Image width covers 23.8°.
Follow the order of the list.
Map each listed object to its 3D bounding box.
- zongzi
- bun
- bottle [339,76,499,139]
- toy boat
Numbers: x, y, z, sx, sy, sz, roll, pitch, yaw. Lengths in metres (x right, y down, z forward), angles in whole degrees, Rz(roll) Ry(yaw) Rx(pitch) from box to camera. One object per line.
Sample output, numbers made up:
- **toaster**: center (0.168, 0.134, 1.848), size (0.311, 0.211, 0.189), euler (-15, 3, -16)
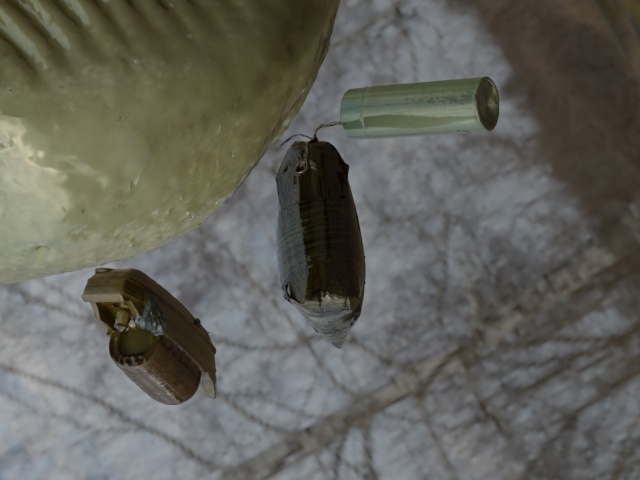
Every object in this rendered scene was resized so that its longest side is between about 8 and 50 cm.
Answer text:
- **zongzi**: center (0.000, 0.000, 1.970), size (0.241, 0.111, 0.247), euler (81, -176, -72)
- **bun**: center (-0.167, -0.120, 0.899), size (0.349, 0.352, 0.227), euler (40, 149, 22)
- **bottle**: center (0.128, -0.171, 1.980), size (0.072, 0.201, 0.072), euler (5, -96, -59)
- **toy boat**: center (-0.210, 0.132, 1.922), size (0.310, 0.089, 0.115), euler (56, -143, -61)
